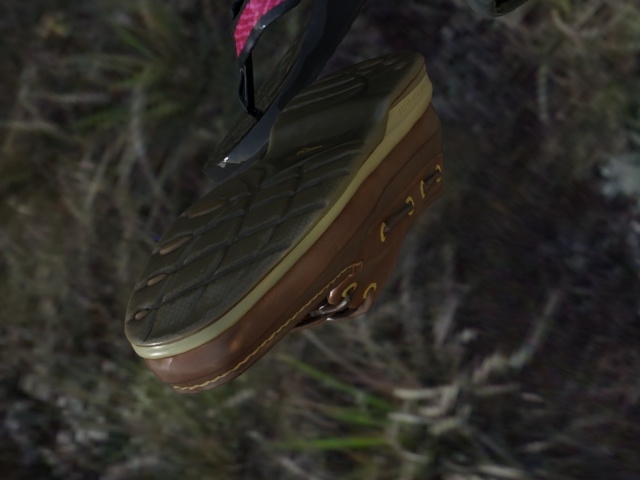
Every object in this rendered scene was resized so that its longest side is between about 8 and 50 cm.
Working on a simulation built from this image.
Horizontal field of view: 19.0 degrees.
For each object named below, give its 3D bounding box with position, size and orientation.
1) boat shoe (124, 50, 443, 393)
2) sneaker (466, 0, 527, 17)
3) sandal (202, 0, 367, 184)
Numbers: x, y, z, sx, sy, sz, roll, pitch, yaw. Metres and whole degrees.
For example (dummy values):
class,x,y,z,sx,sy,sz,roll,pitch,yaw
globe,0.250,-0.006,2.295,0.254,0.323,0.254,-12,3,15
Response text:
class,x,y,z,sx,sy,sz,roll,pitch,yaw
boat shoe,0.000,0.000,0.623,0.064,0.178,0.060,-12,114,32
sneaker,0.060,-0.203,0.787,0.147,0.296,0.104,38,74,20
sandal,-0.002,-0.100,0.712,0.040,0.067,0.179,28,116,-10
